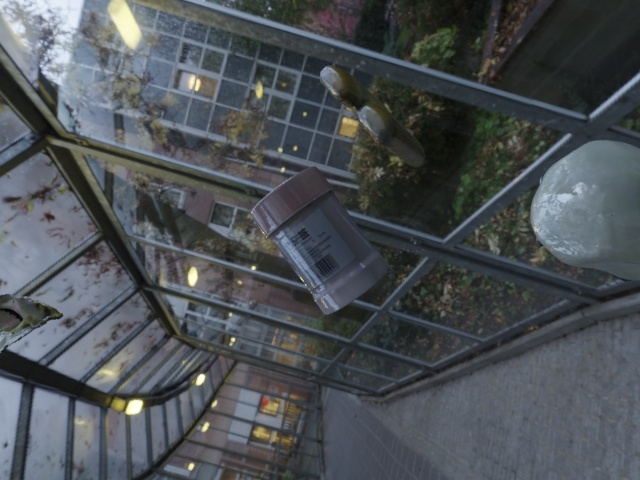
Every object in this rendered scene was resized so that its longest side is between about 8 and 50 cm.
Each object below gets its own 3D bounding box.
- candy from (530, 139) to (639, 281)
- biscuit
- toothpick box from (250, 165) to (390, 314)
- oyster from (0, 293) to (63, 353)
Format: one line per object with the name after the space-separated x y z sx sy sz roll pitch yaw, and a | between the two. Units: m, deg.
0.772 -0.101 1.077 0.186 0.387 0.426 98 -165 -58 | candy
0.134 -0.283 0.960 0.062 0.236 0.291 -44 -23 19 | biscuit
0.000 0.000 0.489 0.099 0.148 0.098 -37 0 0 | toothpick box
-0.681 0.174 0.868 0.209 0.132 0.072 -38 -3 -22 | oyster
